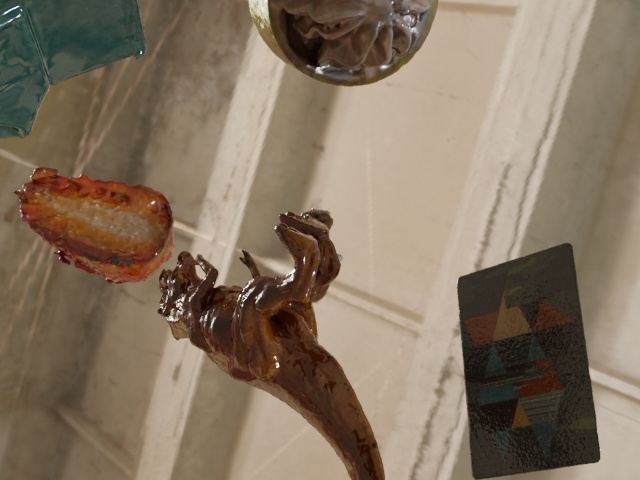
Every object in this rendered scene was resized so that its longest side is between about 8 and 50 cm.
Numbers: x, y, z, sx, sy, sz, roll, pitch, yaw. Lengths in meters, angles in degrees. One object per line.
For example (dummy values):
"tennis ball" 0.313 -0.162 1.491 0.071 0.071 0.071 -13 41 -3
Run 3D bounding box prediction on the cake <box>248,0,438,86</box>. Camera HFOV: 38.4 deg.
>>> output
"cake" 0.043 -0.248 0.932 0.178 0.208 0.185 31 -62 50

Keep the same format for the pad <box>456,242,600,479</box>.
"pad" 0.196 0.118 0.895 0.143 0.003 0.211 -22 -120 40

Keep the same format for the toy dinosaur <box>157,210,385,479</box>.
"toy dinosaur" -0.030 0.084 0.828 0.432 0.097 0.208 39 -64 42

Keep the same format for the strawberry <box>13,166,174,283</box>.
"strawberry" -0.261 -0.018 1.082 0.082 0.188 0.121 112 1 -58

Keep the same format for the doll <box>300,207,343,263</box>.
"doll" 0.001 -0.003 1.152 0.085 0.040 0.058 -124 -147 -59

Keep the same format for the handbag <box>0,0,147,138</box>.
"handbag" -0.226 -0.078 0.353 0.326 0.238 0.089 -36 -106 -18
